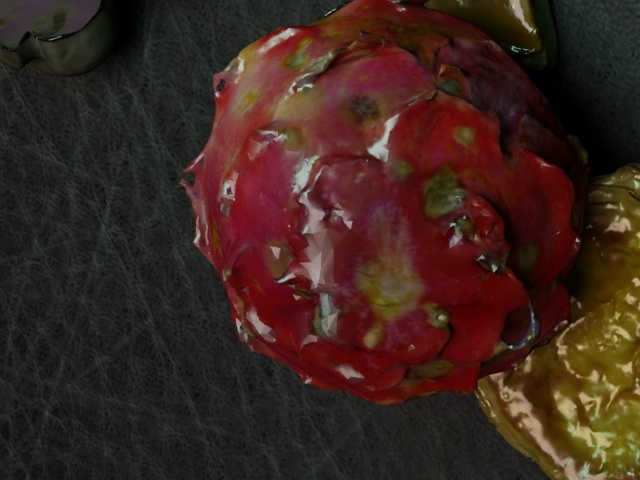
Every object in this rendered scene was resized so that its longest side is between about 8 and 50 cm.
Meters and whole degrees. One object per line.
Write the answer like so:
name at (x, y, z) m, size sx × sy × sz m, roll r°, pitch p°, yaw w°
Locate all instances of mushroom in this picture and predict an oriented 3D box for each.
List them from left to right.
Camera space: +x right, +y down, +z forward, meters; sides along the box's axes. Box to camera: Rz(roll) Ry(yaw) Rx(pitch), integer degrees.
mushroom at (-0.297, -0.239, 1.944) m, size 0.188 × 0.117 × 0.141 m, roll 28°, pitch 73°, yaw 42°

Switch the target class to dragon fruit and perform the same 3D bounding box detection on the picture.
dragon fruit at (0.047, -0.022, 1.561) m, size 0.371 × 0.249 × 0.386 m, roll 3°, pitch 108°, yaw 14°

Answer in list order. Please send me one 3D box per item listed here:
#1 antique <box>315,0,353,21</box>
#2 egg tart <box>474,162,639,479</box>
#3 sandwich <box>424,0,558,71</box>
antique at (0.059, -0.099, 1.744) m, size 0.223 × 0.129 × 0.278 m, roll -18°, pitch 101°, yaw 9°
egg tart at (0.298, 0.091, 1.677) m, size 0.341 × 0.129 × 0.341 m, roll 8°, pitch 106°, yaw 29°
sandwich at (0.145, -0.304, 1.698) m, size 0.245 × 0.063 × 0.212 m, roll 28°, pitch 116°, yaw 22°
